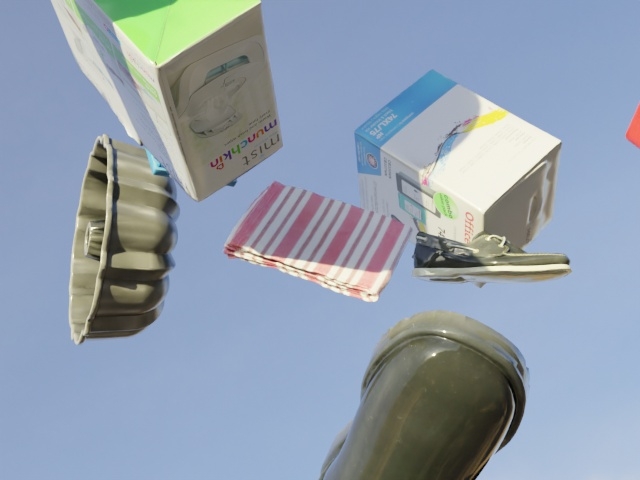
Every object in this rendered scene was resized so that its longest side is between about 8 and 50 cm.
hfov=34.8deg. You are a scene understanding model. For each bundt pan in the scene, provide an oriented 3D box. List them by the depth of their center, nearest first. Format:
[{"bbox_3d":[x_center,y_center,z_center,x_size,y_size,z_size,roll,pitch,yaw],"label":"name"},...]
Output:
[{"bbox_3d":[-0.305,0.005,1.594,0.124,0.330,0.330,8,-50,-22],"label":"bundt pan"}]

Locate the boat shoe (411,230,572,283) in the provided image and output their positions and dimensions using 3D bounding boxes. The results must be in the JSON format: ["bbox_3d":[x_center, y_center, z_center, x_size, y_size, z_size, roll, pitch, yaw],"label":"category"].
[{"bbox_3d":[0.247,0.022,1.483,0.233,0.079,0.084,1,-15,21],"label":"boat shoe"}]

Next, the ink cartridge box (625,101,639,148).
[{"bbox_3d":[0.198,-0.066,0.374,0.078,0.231,0.134,12,-69,-17],"label":"ink cartridge box"}]

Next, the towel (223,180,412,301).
[{"bbox_3d":[0.000,0.000,1.216,0.197,0.144,0.029,19,-49,12],"label":"towel"}]

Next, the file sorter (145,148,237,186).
[{"bbox_3d":[-0.164,-0.172,1.336,0.118,0.170,0.104,7,-44,-33],"label":"file sorter"}]

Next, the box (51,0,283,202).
[{"bbox_3d":[-0.172,-0.208,1.062,0.127,0.262,0.231,-36,-28,-15],"label":"box"}]

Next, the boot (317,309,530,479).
[{"bbox_3d":[0.026,0.322,0.841,0.146,0.445,0.367,23,-39,4],"label":"boot"}]

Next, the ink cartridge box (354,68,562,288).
[{"bbox_3d":[0.222,-0.103,1.662,0.197,0.270,0.198,-40,-33,-24],"label":"ink cartridge box"}]
